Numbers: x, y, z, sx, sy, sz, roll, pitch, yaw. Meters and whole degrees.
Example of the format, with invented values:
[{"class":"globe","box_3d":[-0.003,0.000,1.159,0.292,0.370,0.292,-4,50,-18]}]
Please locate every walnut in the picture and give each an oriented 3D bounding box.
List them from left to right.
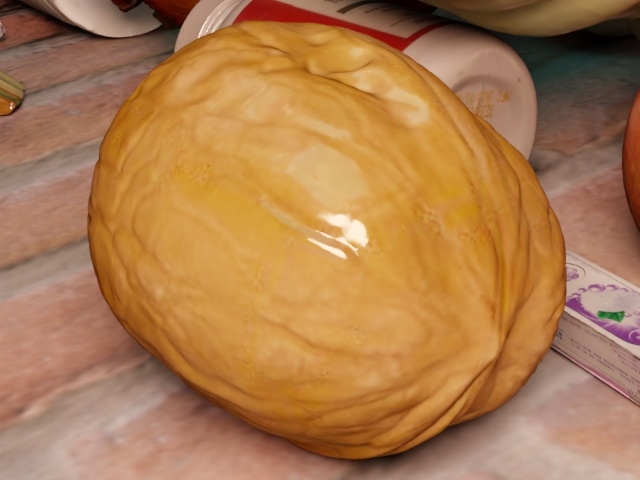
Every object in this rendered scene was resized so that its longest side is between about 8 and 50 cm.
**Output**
[{"class":"walnut","box_3d":[0.000,0.000,0.539,0.193,0.193,0.225,-23,42,-36]}]

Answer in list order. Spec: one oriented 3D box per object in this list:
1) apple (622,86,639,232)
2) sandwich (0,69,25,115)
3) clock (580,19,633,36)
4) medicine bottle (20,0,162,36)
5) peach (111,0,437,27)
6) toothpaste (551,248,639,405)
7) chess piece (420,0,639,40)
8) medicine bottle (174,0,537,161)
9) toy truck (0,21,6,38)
[{"class":"apple","box_3d":[0.269,-0.051,0.628,0.209,0.164,0.209,-4,27,2]},{"class":"sandwich","box_3d":[-0.344,-0.114,0.989,0.163,0.113,0.079,27,17,-20]},{"class":"clock","box_3d":[0.269,-0.374,1.139,0.184,0.326,0.342,-17,14,40]},{"class":"medicine bottle","box_3d":[-0.275,-0.335,1.245,0.190,0.190,0.332,-19,30,-31]},{"class":"peach","box_3d":[-0.031,-0.313,0.980,0.339,0.353,0.416,-46,-1,-10]},{"class":"toothpaste","box_3d":[0.134,0.039,0.596,0.047,0.040,0.196,-20,30,-24]},{"class":"chess piece","box_3d":[0.214,-0.206,0.759,0.234,0.234,0.442,23,8,42]},{"class":"medicine bottle","box_3d":[0.014,-0.096,0.784,0.131,0.131,0.250,-20,31,-33]},{"class":"toy truck","box_3d":[-0.347,-0.212,1.172,0.044,0.039,0.083,-38,38,-25]}]
